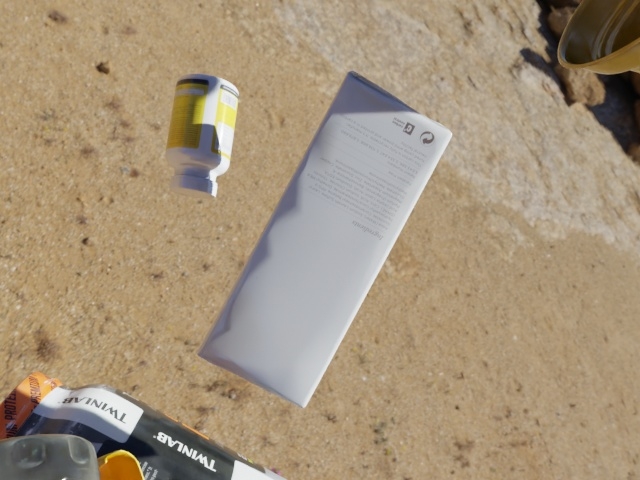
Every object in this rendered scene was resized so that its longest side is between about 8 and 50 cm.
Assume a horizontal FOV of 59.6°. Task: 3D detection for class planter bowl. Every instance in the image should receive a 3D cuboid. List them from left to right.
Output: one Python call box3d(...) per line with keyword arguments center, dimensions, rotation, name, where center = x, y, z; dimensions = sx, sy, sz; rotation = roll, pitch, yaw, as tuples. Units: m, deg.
box3d(center=(0.332, -0.217, 0.500), dimensions=(0.090, 0.217, 0.217), rotation=(35, 44, -12), name="planter bowl")

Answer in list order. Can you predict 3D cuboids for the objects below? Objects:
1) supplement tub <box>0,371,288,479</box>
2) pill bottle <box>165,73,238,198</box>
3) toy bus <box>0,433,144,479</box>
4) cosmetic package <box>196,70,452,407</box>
box3d(center=(-0.194, 0.290, 0.584), dimensions=(0.338, 0.207, 0.207), rotation=(32, 44, -8), name="supplement tub")
box3d(center=(-0.194, -0.165, 0.905), dimensions=(0.103, 0.103, 0.184), rotation=(13, 81, -40), name="pill bottle")
box3d(center=(-0.221, 0.192, 0.262), dimensions=(0.220, 0.211, 0.150), rotation=(24, 45, -51), name="toy bus")
box3d(center=(0.000, 0.000, 0.760), dimensions=(0.156, 0.217, 0.385), rotation=(30, 89, -4), name="cosmetic package")
